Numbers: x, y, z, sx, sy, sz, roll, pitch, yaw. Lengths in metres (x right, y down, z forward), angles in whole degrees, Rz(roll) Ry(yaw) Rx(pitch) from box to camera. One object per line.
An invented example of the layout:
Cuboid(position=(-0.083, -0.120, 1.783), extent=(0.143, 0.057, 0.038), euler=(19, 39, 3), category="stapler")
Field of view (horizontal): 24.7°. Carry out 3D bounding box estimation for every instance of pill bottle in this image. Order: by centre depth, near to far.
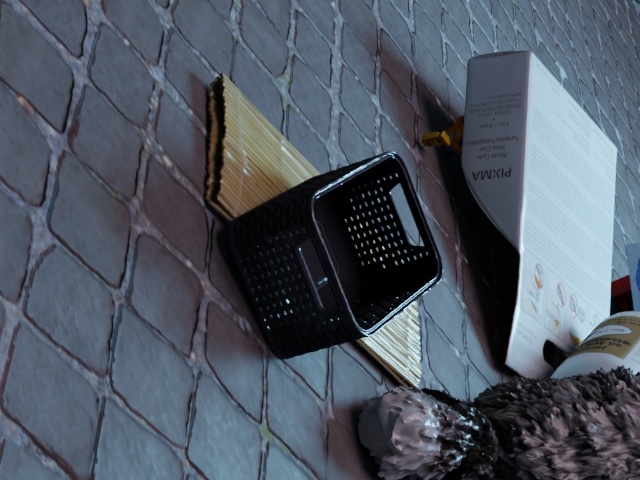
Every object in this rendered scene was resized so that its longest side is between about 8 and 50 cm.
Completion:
Cuboid(position=(0.326, 0.178, 1.650), extent=(0.229, 0.131, 0.131), euler=(-33, 97, -54), category="pill bottle")

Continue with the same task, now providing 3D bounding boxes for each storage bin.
Cuboid(position=(0.016, 0.009, 1.205), extent=(0.180, 0.084, 0.122), euler=(-32, 102, -59), category="storage bin")

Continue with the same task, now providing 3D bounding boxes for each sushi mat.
Cuboid(position=(0.000, 0.000, 1.301), extent=(0.316, 0.019, 0.151), euler=(45, 31, -38), category="sushi mat")

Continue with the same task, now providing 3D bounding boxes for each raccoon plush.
Cuboid(position=(0.273, 0.192, 1.330), extent=(0.446, 0.299, 0.216), euler=(12, 56, -61), category="raccoon plush")

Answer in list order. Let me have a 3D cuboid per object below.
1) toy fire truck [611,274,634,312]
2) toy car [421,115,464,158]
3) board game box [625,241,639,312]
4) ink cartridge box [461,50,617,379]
Cuboid(position=(0.471, 0.124, 2.138), extent=(0.192, 0.047, 0.135), euler=(42, 32, -43), category="toy fire truck")
Cuboid(position=(0.149, -0.128, 1.717), extent=(0.122, 0.041, 0.060), euler=(22, 66, -60), category="toy car")
Cuboid(position=(0.526, 0.198, 2.070), extent=(0.319, 0.066, 0.317), euler=(37, 45, -54), category="board game box")
Cuboid(position=(0.264, 0.006, 1.776), extent=(0.308, 0.091, 0.384), euler=(34, 58, -54), category="ink cartridge box")
